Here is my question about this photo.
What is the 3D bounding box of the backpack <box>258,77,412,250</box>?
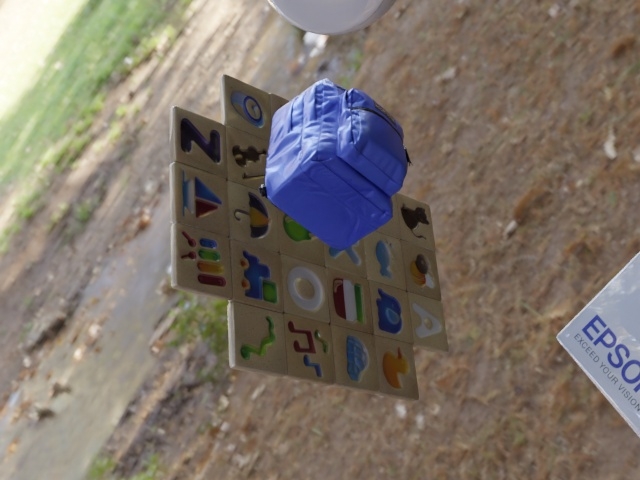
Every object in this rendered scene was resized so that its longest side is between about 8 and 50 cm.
[{"bbox_3d":[0.017,-0.069,0.761,0.101,0.098,0.120,-32,36,23],"label":"backpack"}]

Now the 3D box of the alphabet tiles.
[{"bbox_3d":[0.000,0.000,0.903,0.011,0.343,0.285,-27,58,40],"label":"alphabet tiles"}]

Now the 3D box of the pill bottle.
[{"bbox_3d":[0.008,-0.167,0.546,0.087,0.087,0.160,-46,13,21],"label":"pill bottle"}]

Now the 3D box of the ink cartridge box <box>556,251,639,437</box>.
[{"bbox_3d":[0.410,0.084,0.785,0.330,0.071,0.324,-52,48,19],"label":"ink cartridge box"}]
